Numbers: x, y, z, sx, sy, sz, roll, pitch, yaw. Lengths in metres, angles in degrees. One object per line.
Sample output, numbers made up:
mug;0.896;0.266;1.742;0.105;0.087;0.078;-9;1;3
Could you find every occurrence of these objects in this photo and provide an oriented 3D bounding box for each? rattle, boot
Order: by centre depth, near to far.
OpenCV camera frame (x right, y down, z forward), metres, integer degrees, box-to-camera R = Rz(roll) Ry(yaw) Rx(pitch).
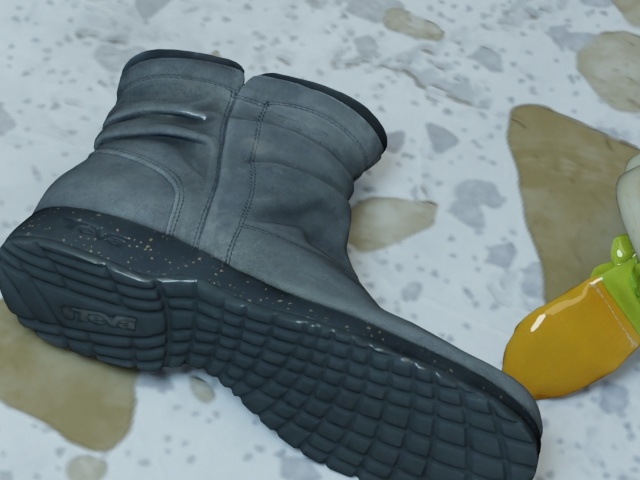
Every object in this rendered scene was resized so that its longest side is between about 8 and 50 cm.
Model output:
boot;0.000;0.000;1.080;0.338;0.118;0.223;25;47;6
rattle;0.189;0.011;1.148;0.130;0.143;0.200;32;29;-24
